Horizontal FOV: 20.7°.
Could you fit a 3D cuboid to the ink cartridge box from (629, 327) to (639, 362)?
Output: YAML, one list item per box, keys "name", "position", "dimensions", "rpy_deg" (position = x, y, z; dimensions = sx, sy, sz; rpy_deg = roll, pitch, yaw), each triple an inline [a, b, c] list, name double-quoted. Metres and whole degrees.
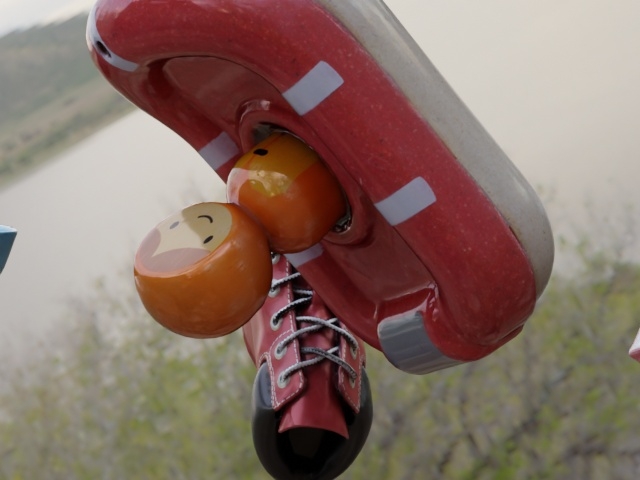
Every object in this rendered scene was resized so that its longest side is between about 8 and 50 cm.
- name: "ink cartridge box"
  position: [0.267, 0.055, 0.871]
  dimensions: [0.115, 0.198, 0.067]
  rpy_deg: [-61, 10, -22]

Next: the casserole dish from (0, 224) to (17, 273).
- name: "casserole dish"
  position: [-0.255, 0.006, 0.953]
  dimensions: [0.188, 0.037, 0.114]
  rpy_deg: [0, 6, -42]

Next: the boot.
- name: "boot"
  position: [0.000, 0.000, 0.897]
  dimensions: [0.088, 0.244, 0.176]
  rpy_deg: [1, 33, -5]

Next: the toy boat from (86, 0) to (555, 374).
- name: "toy boat"
  position: [-0.021, -0.019, 0.764]
  dimensions: [0.151, 0.231, 0.151]
  rpy_deg: [-43, 7, -24]
